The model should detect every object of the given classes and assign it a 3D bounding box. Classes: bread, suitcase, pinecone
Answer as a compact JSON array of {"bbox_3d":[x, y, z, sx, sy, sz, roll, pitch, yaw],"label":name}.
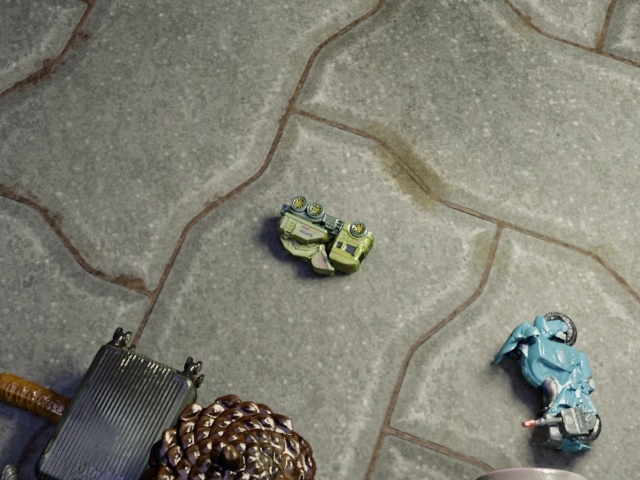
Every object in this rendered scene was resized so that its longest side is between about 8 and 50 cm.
[{"bbox_3d":[-0.514,0.283,1.921,0.157,0.044,0.052,22,71,7],"label":"bread"},{"bbox_3d":[-0.347,0.324,1.870,0.202,0.128,0.312,23,65,8],"label":"suitcase"},{"bbox_3d":[-0.151,0.412,1.766,0.298,0.295,0.242,-21,34,-25],"label":"pinecone"}]

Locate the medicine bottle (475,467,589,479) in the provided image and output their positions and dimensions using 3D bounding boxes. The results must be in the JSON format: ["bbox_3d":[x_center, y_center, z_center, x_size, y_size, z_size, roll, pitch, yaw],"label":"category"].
[{"bbox_3d":[0.351,0.545,1.761,0.241,0.241,0.302,6,63,-2],"label":"medicine bottle"}]

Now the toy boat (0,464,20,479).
[{"bbox_3d":[-0.443,0.506,1.780,0.321,0.121,0.089,41,62,14],"label":"toy boat"}]

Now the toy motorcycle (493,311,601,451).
[{"bbox_3d":[0.417,0.258,1.976,0.182,0.123,0.272,-2,64,-17],"label":"toy motorcycle"}]

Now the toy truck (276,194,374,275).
[{"bbox_3d":[0.000,0.000,2.082,0.191,0.085,0.116,24,74,10],"label":"toy truck"}]
